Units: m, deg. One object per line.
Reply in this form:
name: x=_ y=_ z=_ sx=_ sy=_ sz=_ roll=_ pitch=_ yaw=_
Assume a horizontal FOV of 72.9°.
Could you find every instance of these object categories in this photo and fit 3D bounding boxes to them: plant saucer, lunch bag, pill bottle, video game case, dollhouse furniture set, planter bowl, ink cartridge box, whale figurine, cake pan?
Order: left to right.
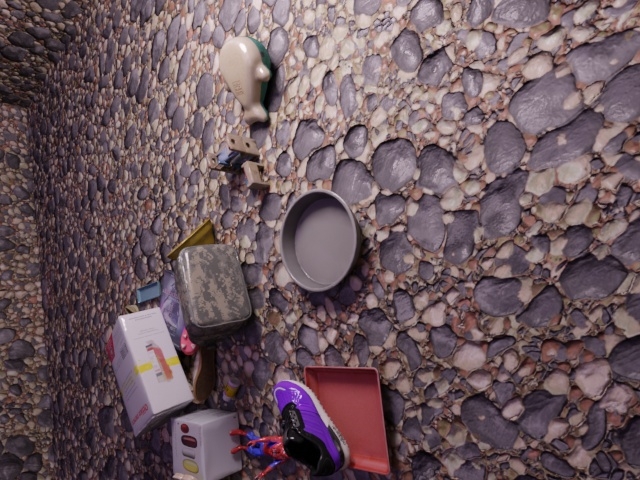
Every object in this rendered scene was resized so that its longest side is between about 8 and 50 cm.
ink cartridge box: x=-0.655 y=0.495 z=1.640 sx=0.279 sy=0.160 sz=0.385 roll=-47 pitch=63 yaw=40
plant saucer: x=-0.759 y=0.230 z=1.919 sx=0.191 sy=0.018 sz=0.067 roll=-18 pitch=76 yaw=38
video game case: x=-0.569 y=0.267 z=1.691 sx=0.195 sy=0.026 sz=0.275 roll=13 pitch=95 yaw=40
planter bowl: x=-0.454 y=0.020 z=1.586 sx=0.217 sy=0.217 sz=0.090 roll=-32 pitch=105 yaw=35
lunch bag: x=-0.383 y=0.189 z=1.472 sx=0.256 sy=0.212 sz=0.306 roll=-48 pitch=55 yaw=48
pill bottle: x=-0.311 y=0.517 z=1.503 sx=0.043 sy=0.043 sz=0.083 roll=40 pitch=113 yaw=34
dollhouse furniture set: x=-0.280 y=-0.239 z=1.450 sx=0.129 sy=0.128 sz=0.184 roll=-33 pitch=68 yaw=35
whale figurine: x=-0.226 y=-0.529 z=1.437 sx=0.216 sy=0.141 sz=0.272 roll=0 pitch=113 yaw=41
cake pan: x=0.000 y=0.000 z=1.249 sx=0.293 sy=0.054 sz=0.294 roll=-2 pitch=87 yaw=41
plant saucer: x=0.075 y=0.469 z=1.170 sx=0.258 sy=0.047 sz=0.260 roll=-13 pitch=81 yaw=40

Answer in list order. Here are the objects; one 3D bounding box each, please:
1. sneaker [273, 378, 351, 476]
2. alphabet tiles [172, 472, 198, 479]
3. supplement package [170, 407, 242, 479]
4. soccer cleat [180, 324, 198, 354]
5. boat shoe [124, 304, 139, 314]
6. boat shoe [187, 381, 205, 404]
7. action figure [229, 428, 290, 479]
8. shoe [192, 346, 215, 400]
sneaker: x=-0.056 y=0.495 z=1.155 sx=0.293 sy=0.146 sz=0.102 roll=41 pitch=114 yaw=34
alphabet tiles: x=-0.360 y=0.863 z=1.431 sx=0.277 sy=0.021 sz=0.284 roll=-26 pitch=110 yaw=45
supplement package: x=-0.399 y=0.704 z=1.502 sx=0.203 sy=0.149 sz=0.195 roll=-13 pitch=80 yaw=41
soccer cleat: x=-0.464 y=0.297 z=1.604 sx=0.095 sy=0.082 sz=0.248 roll=118 pitch=159 yaw=-65
boat shoe: x=-0.837 y=0.350 z=1.960 sx=0.153 sy=0.048 sz=0.056 roll=46 pitch=117 yaw=32
boat shoe: x=-0.507 y=0.588 z=1.659 sx=0.169 sy=0.059 sz=0.063 roll=6 pitch=93 yaw=41
action figure: x=-0.208 y=0.659 z=1.354 sx=0.280 sy=0.139 sz=0.092 roll=-12 pitch=82 yaw=37
shoe: x=-0.427 y=0.474 z=1.593 sx=0.058 sy=0.076 sz=0.219 roll=-5 pitch=78 yaw=60
